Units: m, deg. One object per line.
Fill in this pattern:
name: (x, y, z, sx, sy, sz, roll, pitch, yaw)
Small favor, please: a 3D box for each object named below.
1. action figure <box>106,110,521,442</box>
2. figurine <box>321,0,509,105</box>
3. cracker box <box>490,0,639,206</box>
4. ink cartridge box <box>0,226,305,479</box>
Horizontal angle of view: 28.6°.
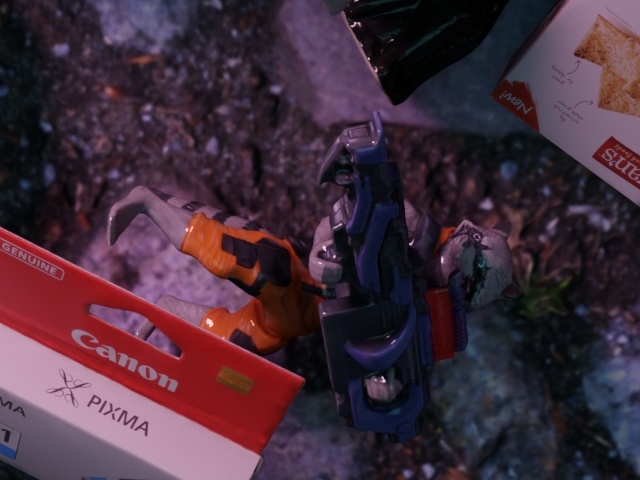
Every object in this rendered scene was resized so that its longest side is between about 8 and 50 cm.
action figure: (0.000, 0.000, 1.031, 0.330, 0.178, 0.341, 3, 132, 2)
figurine: (0.098, -0.228, 0.942, 0.209, 0.215, 0.092, -30, 57, 9)
cracker box: (0.259, -0.152, 0.953, 0.155, 0.067, 0.232, 35, 133, -3)
ink cartridge box: (-0.189, 0.143, 1.094, 0.296, 0.066, 0.261, 27, 140, 0)
